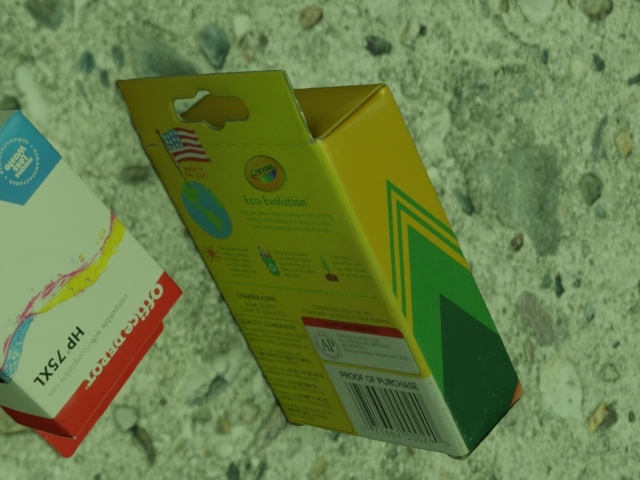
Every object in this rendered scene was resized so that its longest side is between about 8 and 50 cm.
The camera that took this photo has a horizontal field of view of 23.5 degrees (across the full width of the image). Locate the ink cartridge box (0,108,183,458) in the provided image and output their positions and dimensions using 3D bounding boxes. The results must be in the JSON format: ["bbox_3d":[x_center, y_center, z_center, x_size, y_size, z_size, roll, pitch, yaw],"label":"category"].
[{"bbox_3d":[-0.189,0.037,1.038,0.231,0.078,0.134,50,62,-32],"label":"ink cartridge box"}]

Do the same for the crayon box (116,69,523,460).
[{"bbox_3d":[0.000,0.000,1.116,0.081,0.202,0.319,-42,119,-31],"label":"crayon box"}]
